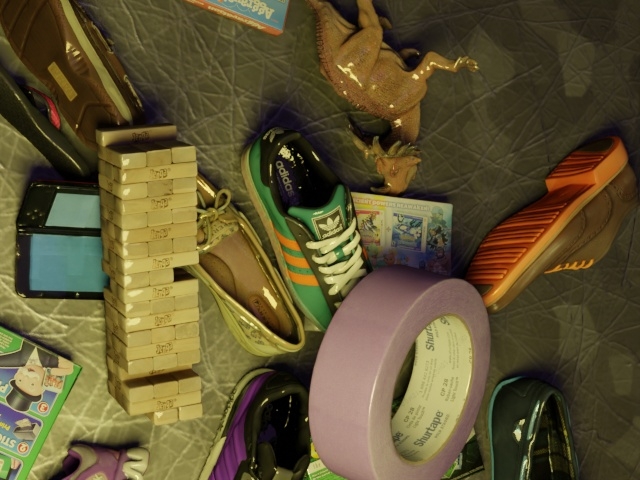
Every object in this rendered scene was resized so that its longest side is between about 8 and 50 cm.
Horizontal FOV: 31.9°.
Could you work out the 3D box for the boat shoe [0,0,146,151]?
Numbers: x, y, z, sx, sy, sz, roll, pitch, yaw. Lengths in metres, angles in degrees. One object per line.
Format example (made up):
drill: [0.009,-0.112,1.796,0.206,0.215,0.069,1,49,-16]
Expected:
boat shoe: [-0.293,-0.224,1.327,0.257,0.095,0.095,62,29,-1]

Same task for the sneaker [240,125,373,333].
sneaker: [0.000,0.000,1.375,0.108,0.121,0.302,-31,94,-17]

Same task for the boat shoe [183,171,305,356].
boat shoe: [-0.111,0.018,1.378,0.104,0.089,0.285,-42,103,-24]

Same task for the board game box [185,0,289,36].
board game box: [-0.162,-0.376,1.430,0.281,0.027,0.145,18,75,-24]

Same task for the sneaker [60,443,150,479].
sneaker: [-0.267,0.319,1.238,0.105,0.095,0.236,22,40,-11]

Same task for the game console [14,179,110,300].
game console: [-0.275,0.001,1.301,0.144,0.124,0.085,3,52,-27]

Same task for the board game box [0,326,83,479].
board game box: [-0.449,0.163,1.210,0.317,0.046,0.213,30,72,-19]

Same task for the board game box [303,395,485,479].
board game box: [0.094,0.286,1.491,0.260,0.030,0.136,-16,94,-27]

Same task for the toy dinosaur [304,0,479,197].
toy dinosaur: [0.064,-0.210,1.479,0.296,0.127,0.200,42,75,-11]

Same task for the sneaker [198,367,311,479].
sneaker: [-0.078,0.293,1.335,0.102,0.146,0.293,19,76,-24]

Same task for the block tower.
block tower: [-0.194,0.040,1.278,0.091,0.097,0.335,-8,105,-27]

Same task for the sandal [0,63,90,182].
sandal: [-0.327,-0.142,1.304,0.179,0.067,0.040,51,59,-22]

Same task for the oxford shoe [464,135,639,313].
oxford shoe: [0.345,0.002,1.595,0.364,0.130,0.132,-41,109,-24]

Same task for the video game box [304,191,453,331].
video game box: [0.079,0.034,1.498,0.205,0.048,0.187,6,84,-26]

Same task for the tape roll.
tape roll: [0.103,0.171,1.371,0.275,0.090,0.274,-24,120,-49]

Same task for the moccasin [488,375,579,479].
moccasin: [0.302,0.361,1.537,0.138,0.117,0.341,-13,91,-27]
